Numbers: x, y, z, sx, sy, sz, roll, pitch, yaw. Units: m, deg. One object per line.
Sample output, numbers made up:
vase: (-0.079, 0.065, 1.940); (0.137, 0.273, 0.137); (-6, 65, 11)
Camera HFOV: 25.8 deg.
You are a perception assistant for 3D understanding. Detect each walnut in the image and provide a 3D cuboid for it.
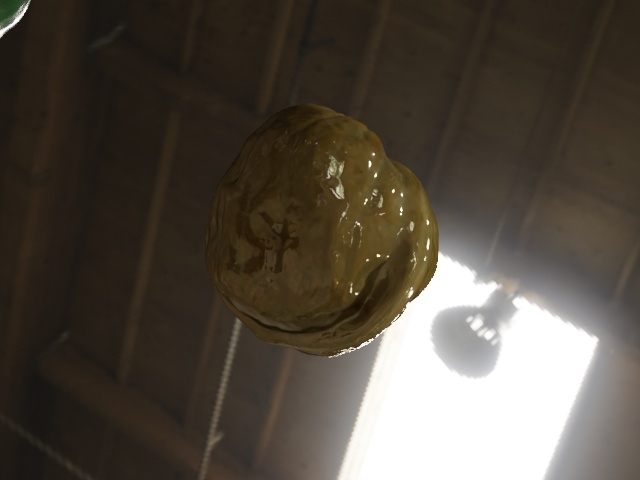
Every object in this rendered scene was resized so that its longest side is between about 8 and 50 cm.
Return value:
walnut: (0.000, 0.000, 1.646); (0.285, 0.296, 0.285); (-7, -112, 18)

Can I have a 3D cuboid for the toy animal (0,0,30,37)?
toy animal: (-0.416, -0.267, 1.338); (0.338, 0.216, 0.191); (16, -54, 27)
